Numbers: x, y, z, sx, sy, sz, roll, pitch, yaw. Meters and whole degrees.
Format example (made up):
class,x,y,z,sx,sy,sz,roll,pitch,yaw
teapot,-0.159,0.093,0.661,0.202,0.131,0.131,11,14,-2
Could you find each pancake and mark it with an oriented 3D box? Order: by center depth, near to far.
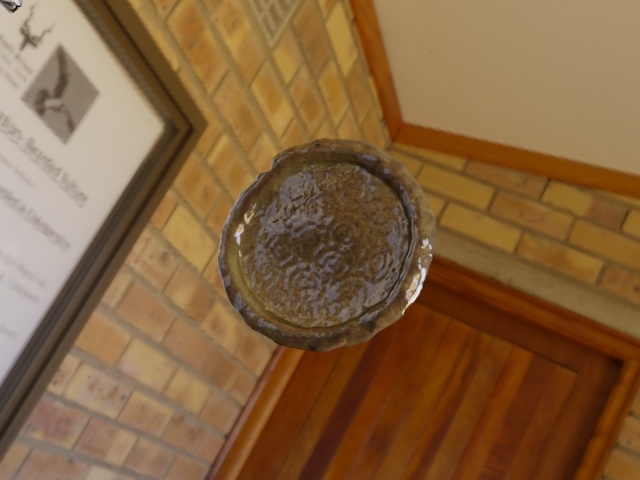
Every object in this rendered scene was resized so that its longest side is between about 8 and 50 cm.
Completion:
class,x,y,z,sx,sy,sz,roll,pitch,yaw
pancake,0.001,0.000,0.739,0.199,0.199,0.021,21,-6,27

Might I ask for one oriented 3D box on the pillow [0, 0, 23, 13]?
class,x,y,z,sx,sy,sz,roll,pitch,yaw
pillow,-0.381,-0.389,0.765,0.310,0.312,0.119,13,-9,-28
